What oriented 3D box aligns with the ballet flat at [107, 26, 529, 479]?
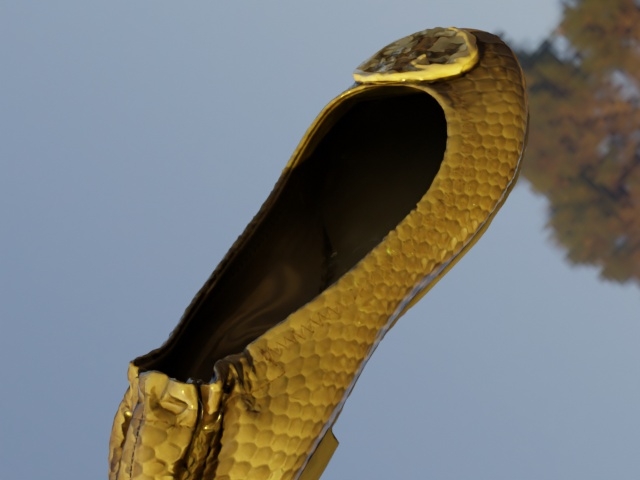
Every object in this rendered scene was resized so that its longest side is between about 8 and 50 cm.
[{"bbox_3d":[0.000,0.000,0.594,0.058,0.084,0.250,57,-133,-28],"label":"ballet flat"}]
